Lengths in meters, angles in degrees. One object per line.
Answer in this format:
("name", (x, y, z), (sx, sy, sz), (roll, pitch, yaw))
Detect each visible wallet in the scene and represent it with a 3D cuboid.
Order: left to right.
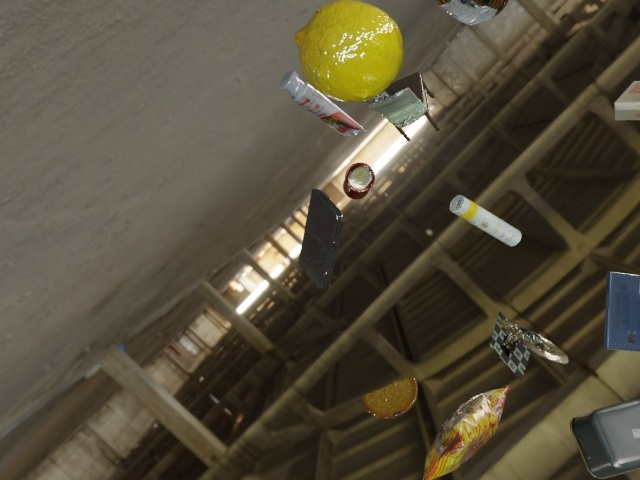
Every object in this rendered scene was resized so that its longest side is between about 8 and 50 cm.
("wallet", (0.000, 0.000, 2.397), (0.051, 0.197, 0.377), (-17, 135, -31))

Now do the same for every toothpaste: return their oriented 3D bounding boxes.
("toothpaste", (0.005, -0.323, 1.568), (0.089, 0.234, 0.057), (0, -116, 55))

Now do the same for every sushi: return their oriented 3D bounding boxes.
("sushi", (0.735, 0.389, 2.434), (0.051, 0.192, 0.215), (-20, 137, -19))

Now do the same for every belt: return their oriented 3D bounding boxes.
("belt", (0.451, -0.802, 1.980), (0.217, 0.122, 0.339), (-28, 151, 33))

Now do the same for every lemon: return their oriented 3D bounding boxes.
("lemon", (0.061, -0.369, 1.267), (0.192, 0.231, 0.192), (-167, -90, -72))

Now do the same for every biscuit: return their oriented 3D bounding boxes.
("biscuit", (0.249, 0.558, 2.249), (0.206, 0.126, 0.025), (-22, 139, 3))

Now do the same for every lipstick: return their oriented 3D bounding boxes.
("lipstick", (0.101, -0.157, 1.738), (0.080, 0.080, 0.241), (-46, 178, 0))
("lipstick", (0.493, -0.056, 1.916), (0.059, 0.264, 0.059), (-38, -142, 38))

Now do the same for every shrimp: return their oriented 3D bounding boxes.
("shrimp", (0.135, -0.406, 1.786), (0.056, 0.165, 0.065), (149, -45, -81))
("shrimp", (0.691, 0.330, 2.112), (0.143, 0.251, 0.052), (-3, 115, -61))

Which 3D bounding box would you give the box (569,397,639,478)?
("box", (0.683, 0.437, 1.447), (0.201, 0.144, 0.090), (-7, 152, -16))

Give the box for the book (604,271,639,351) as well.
("book", (1.077, 0.251, 2.249), (0.025, 0.191, 0.269), (160, -64, -74))

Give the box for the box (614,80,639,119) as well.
("box", (0.977, -0.420, 1.927), (0.141, 0.058, 0.201), (9, -146, 40))

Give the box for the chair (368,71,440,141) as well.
("chair", (0.286, -0.488, 2.249), (0.160, 0.186, 0.319), (-18, 154, 27))

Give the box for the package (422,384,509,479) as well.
("package", (0.368, 0.500, 1.674), (0.288, 0.108, 0.223), (-19, 139, -42))
